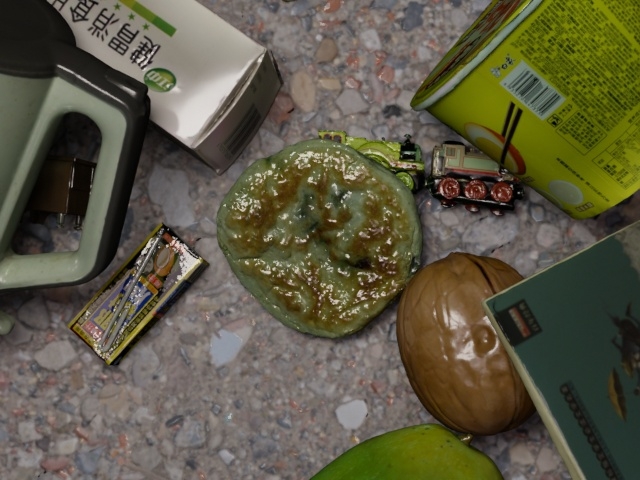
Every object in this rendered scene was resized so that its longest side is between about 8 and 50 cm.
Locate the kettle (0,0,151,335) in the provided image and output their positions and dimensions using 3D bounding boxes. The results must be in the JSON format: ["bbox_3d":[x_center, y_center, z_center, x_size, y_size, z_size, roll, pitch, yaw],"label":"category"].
[{"bbox_3d":[-0.378,-0.069,1.175,0.361,0.250,0.377,31,116,-2],"label":"kettle"}]

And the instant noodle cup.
[{"bbox_3d":[0.276,-0.180,1.211,0.221,0.311,0.311,44,87,-7],"label":"instant noodle cup"}]

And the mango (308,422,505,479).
[{"bbox_3d":[0.041,0.359,1.192,0.382,0.201,0.225,-40,93,0],"label":"mango"}]

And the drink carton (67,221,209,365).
[{"bbox_3d":[-0.213,0.064,1.315,0.071,0.056,0.166,41,87,10],"label":"drink carton"}]

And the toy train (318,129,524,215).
[{"bbox_3d":[0.116,-0.082,1.316,0.249,0.053,0.085,7,82,5],"label":"toy train"}]

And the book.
[{"bbox_3d":[0.376,0.107,1.211,0.379,0.031,0.264,-25,82,-26],"label":"book"}]

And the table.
[{"bbox_3d":[-0.313,-0.057,1.323,0.070,0.083,0.082,6,90,7],"label":"table"}]

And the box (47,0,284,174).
[{"bbox_3d":[-0.218,-0.235,1.292,0.333,0.173,0.145,35,86,7],"label":"box"}]

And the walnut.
[{"bbox_3d":[0.170,0.113,1.236,0.167,0.167,0.207,-14,84,1],"label":"walnut"}]

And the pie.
[{"bbox_3d":[0.000,0.000,1.285,0.240,0.054,0.241,1,102,6],"label":"pie"}]
